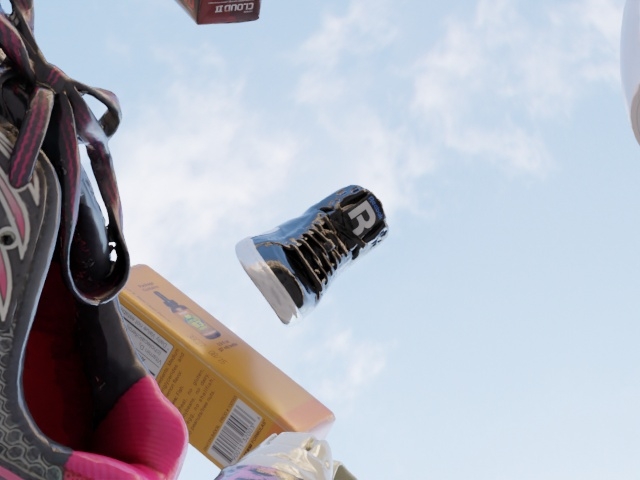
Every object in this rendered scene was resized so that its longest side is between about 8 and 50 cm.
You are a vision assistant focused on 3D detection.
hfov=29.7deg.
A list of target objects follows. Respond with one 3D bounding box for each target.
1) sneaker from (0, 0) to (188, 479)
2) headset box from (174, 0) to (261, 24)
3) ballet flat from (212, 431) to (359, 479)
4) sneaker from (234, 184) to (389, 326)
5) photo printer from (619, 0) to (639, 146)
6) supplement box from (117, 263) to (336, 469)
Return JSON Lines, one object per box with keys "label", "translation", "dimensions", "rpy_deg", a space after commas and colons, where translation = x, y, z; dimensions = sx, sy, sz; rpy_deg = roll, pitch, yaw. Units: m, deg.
{"label": "sneaker", "translation": [-0.118, -0.045, 0.351], "dimensions": [0.112, 0.121, 0.299], "rpy_deg": [-3, -65, 24]}
{"label": "headset box", "translation": [-0.048, -0.135, 0.510], "dimensions": [0.032, 0.062, 0.083], "rpy_deg": [-10, -50, -30]}
{"label": "ballet flat", "translation": [-0.009, 0.151, 0.656], "dimensions": [0.076, 0.221, 0.079], "rpy_deg": [8, -114, 24]}
{"label": "sneaker", "translation": [0.000, 0.000, 1.006], "dimensions": [0.121, 0.217, 0.079], "rpy_deg": [-34, -84, 3]}
{"label": "photo printer", "translation": [0.341, -0.093, 0.921], "dimensions": [0.107, 0.256, 0.307], "rpy_deg": [-27, -65, 37]}
{"label": "supplement box", "translation": [-0.106, 0.117, 1.043], "dimensions": [0.233, 0.078, 0.080], "rpy_deg": [39, -69, 17]}
